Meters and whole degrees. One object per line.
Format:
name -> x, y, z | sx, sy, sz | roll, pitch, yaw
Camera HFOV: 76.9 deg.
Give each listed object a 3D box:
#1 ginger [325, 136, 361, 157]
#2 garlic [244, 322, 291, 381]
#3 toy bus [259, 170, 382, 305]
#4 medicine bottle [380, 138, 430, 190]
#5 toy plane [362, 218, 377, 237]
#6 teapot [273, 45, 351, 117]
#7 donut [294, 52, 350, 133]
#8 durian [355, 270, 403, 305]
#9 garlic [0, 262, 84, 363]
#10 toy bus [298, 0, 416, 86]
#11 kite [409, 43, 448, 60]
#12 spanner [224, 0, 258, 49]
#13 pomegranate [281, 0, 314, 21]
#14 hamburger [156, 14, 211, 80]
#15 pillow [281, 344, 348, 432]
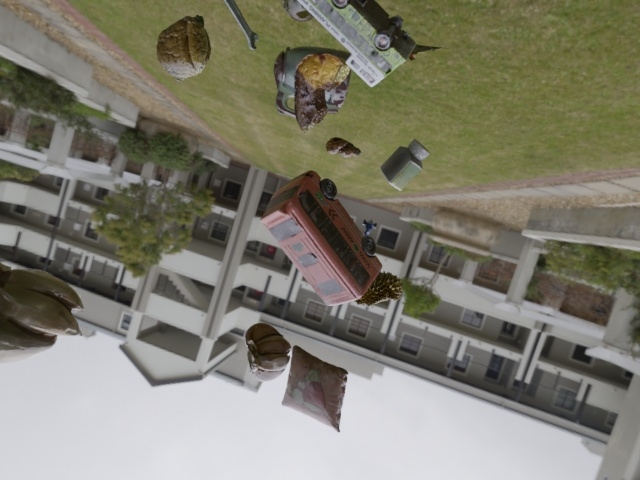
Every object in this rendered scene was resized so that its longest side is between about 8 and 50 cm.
ginger -> 0.095, -0.412, 1.776 | 0.162, 0.073, 0.103 | 22, -148, 21
garlic -> -0.224, 0.456, 1.635 | 0.191, 0.160, 0.214 | 4, -147, -36
toy bus -> 0.000, 0.000, 1.341 | 0.203, 0.233, 0.426 | -23, 111, 42
medicine bottle -> 0.350, -0.318, 1.657 | 0.088, 0.188, 0.131 | 26, -150, -34
toy plane -> 0.177, -0.038, 1.508 | 0.054, 0.062, 0.167 | 17, -162, 9
teapot -> -0.050, -0.667, 1.722 | 0.313, 0.314, 0.233 | 8, -177, -8
donut -> -0.011, -0.526, 1.372 | 0.112, 0.295, 0.151 | -28, -107, -43
durian -> 0.231, 0.196, 1.719 | 0.250, 0.137, 0.183 | -12, -139, -27
garlic -> -0.844, 0.200, 1.114 | 0.325, 0.279, 0.132 | 30, 148, 9
toy bus -> 0.085, -0.535, 0.994 | 0.302, 0.113, 0.139 | 39, 145, -14
kite -> 0.287, -0.614, 1.303 | 0.233, 0.009, 0.189 | -8, -139, 7
spanner -> -0.285, -0.770, 1.355 | 0.018, 0.071, 0.302 | 12, 165, 24
pomegranate -> -0.055, -0.978, 1.597 | 0.179, 0.210, 0.180 | 56, -177, -5
hamburger -> -0.460, -0.644, 1.354 | 0.206, 0.182, 0.130 | -5, -178, 38
pillow -> -0.019, 0.489, 1.334 | 0.236, 0.222, 0.084 | 17, -171, 31
